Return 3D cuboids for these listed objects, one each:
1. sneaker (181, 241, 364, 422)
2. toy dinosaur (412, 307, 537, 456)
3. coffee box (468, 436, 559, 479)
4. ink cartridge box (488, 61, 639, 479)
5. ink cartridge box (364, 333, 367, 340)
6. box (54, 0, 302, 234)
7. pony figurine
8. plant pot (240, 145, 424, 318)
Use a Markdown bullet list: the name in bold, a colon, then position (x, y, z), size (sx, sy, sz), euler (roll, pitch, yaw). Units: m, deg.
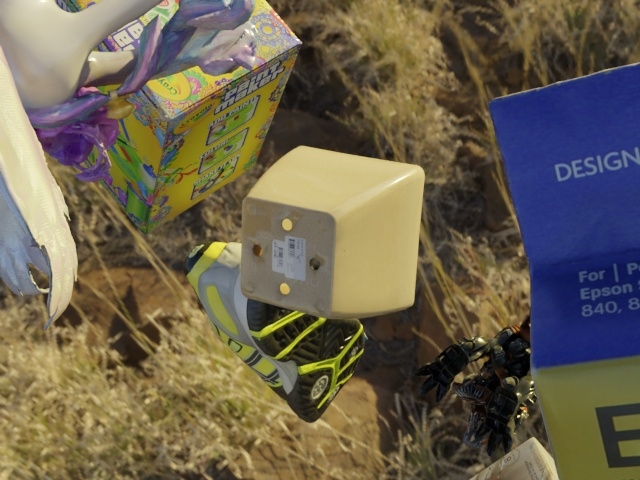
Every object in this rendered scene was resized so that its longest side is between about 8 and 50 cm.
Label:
- **sneaker**: position (-0.051, 0.110, 1.184), size (0.147, 0.384, 0.145), euler (27, 67, 29)
- **toy dinosaur**: position (0.265, 0.182, 1.327), size (0.164, 0.321, 0.218), euler (18, 26, 39)
- **coffee box**: position (0.193, 0.365, 1.072), size (0.246, 0.098, 0.141), euler (-38, 18, 11)
- **ink cartridge box**: position (0.238, 0.069, 0.318), size (0.304, 0.307, 0.072), euler (-12, 22, 20)
- **ink cartridge box**: position (0.054, 0.174, 1.712), size (0.048, 0.083, 0.028), euler (-30, 64, 1)
- **box**: position (-0.204, -0.210, 1.028), size (0.177, 0.279, 0.290), euler (-35, 80, -25)
- **pony figurine**: position (-0.223, -0.140, 0.683), size (0.363, 0.351, 0.303), euler (-34, 11, -24)
- **plant pot**: position (0.000, 0.000, 0.648), size (0.109, 0.108, 0.096), euler (13, 20, 29)
